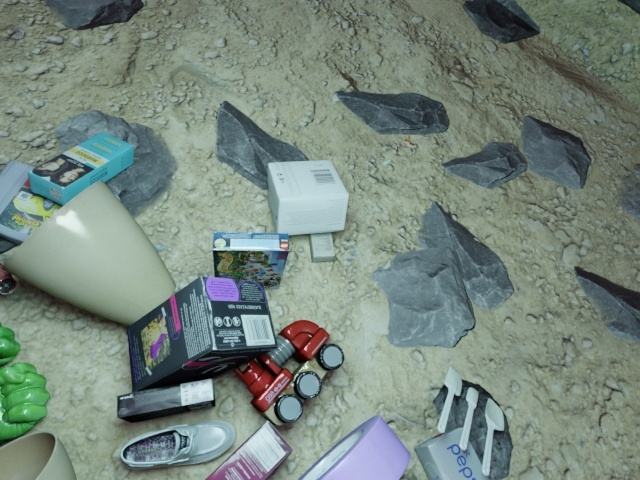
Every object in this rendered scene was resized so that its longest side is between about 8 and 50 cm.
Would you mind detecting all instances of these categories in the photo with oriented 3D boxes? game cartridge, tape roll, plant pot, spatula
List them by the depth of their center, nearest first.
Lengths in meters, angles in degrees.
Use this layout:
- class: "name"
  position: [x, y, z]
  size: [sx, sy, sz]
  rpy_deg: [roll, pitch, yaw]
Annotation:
- class: "plant pot"
  position: [-0.520, 0.494, 0.720]
  size: [0.284, 0.284, 0.191]
  rpy_deg: [-35, 110, -25]
- class: "tape roll"
  position: [0.037, 0.455, 0.822]
  size: [0.275, 0.275, 0.090]
  rpy_deg: [-33, 73, -24]
- class: "plant pot"
  position: [-0.460, 0.056, 0.946]
  size: [0.274, 0.256, 0.256]
  rpy_deg: [46, 60, -18]
- class: "spatula"
  position: [0.342, 0.400, 0.989]
  size: [0.168, 0.019, 0.242]
  rpy_deg: [44, 27, 8]
- class: "game cartridge"
  position: [-0.680, -0.073, 1.079]
  size: [0.294, 0.060, 0.196]
  rpy_deg: [18, 65, -2]

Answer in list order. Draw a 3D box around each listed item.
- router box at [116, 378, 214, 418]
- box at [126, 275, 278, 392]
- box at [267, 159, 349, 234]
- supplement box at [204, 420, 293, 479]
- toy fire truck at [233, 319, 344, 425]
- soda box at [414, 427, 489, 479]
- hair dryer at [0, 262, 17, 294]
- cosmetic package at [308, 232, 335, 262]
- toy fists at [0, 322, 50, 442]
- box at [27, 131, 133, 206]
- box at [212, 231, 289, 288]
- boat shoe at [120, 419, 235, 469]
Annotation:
- class: "router box"
  position: [-0.309, 0.330, 0.897]
  size: [0.179, 0.133, 0.046]
  rpy_deg: [-6, 65, -15]
- class: "box"
  position: [-0.244, 0.195, 0.883]
  size: [0.165, 0.270, 0.143]
  rpy_deg: [13, 53, -49]
- class: "box"
  position: [-0.040, -0.116, 1.158]
  size: [0.182, 0.119, 0.181]
  rpy_deg: [-6, 40, -14]
- class: "supplement box"
  position: [-0.155, 0.463, 0.876]
  size: [0.188, 0.104, 0.081]
  rpy_deg: [-38, 75, -26]
- class: "toy fire truck"
  position: [-0.109, 0.255, 0.986]
  size: [0.246, 0.158, 0.217]
  rpy_deg: [44, 63, 1]
- class: "soda box"
  position: [0.318, 0.560, 0.930]
  size: [0.098, 0.091, 0.286]
  rpy_deg: [-17, 68, -19]
- class: "hair dryer"
  position: [-0.742, 0.007, 0.937]
  size: [0.293, 0.223, 0.080]
  rpy_deg: [51, 34, 13]
- class: "cosmetic package"
  position: [0.000, 0.000, 1.184]
  size: [0.060, 0.041, 0.115]
  rpy_deg: [-1, 63, -12]
- class: "toy fists"
  position: [-0.665, 0.270, 0.878]
  size: [0.142, 0.096, 0.279]
  rpy_deg: [-37, 74, -26]
- class: "box"
  position: [-0.593, -0.186, 1.102]
  size: [0.100, 0.060, 0.244]
  rpy_deg: [25, 41, 5]
- class: "box"
  position: [-0.165, 0.053, 1.012]
  size: [0.159, 0.233, 0.044]
  rpy_deg: [0, 63, -11]
- class: "boat shoe"
  position: [-0.286, 0.417, 0.886]
  size: [0.227, 0.081, 0.079]
  rpy_deg: [-6, 65, -14]
